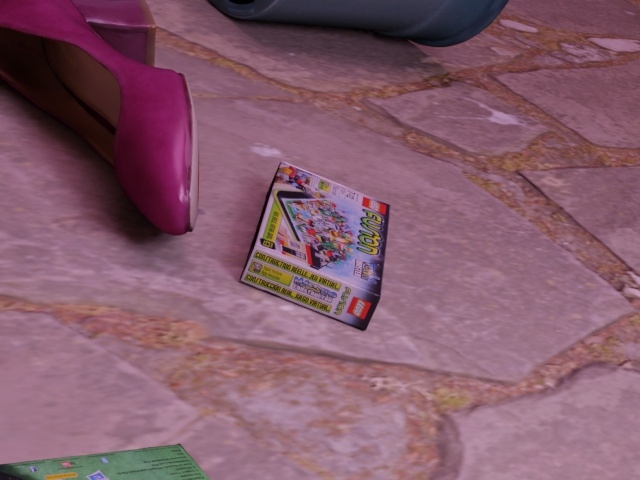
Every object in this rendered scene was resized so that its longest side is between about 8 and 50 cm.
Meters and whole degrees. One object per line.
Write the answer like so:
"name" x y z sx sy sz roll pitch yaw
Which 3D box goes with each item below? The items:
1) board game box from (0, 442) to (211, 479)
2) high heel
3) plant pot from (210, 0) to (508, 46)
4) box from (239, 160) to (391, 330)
"board game box" -0.147 0.171 0.827 0.259 0.030 0.136 1 29 -43
"high heel" -0.213 -0.110 1.318 0.181 0.127 0.377 -5 30 -15
"plant pot" 0.030 -0.408 1.928 0.334 0.341 0.341 -9 38 -39
"box" 0.000 0.000 1.331 0.114 0.036 0.207 22 23 -5
